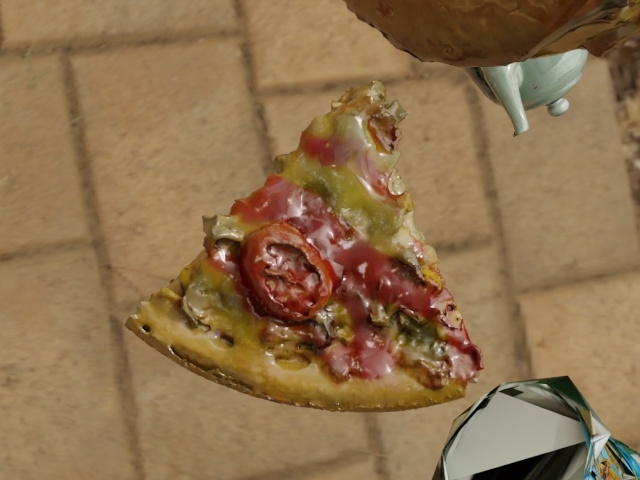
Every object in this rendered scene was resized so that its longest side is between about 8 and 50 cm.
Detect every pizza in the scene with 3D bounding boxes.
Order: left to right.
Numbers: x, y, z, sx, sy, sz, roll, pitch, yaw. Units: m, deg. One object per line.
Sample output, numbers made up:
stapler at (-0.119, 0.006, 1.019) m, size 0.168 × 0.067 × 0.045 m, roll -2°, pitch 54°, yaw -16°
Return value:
pizza at (0.000, 0.000, 1.788) m, size 0.440 × 0.130 × 0.406 m, roll 9°, pitch 93°, yaw 0°

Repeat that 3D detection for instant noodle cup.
instant noodle cup at (0.249, 0.281, 1.668) m, size 0.240 × 0.240 × 0.178 m, roll -59°, pitch 139°, yaw -17°

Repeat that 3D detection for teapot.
teapot at (0.251, -0.212, 1.742) m, size 0.159 × 0.159 × 0.232 m, roll 57°, pitch 42°, yaw -11°

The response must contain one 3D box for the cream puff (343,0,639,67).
cream puff at (0.085, -0.199, 0.721) m, size 0.164 × 0.240 × 0.240 m, roll -33°, pitch 101°, yaw -45°
